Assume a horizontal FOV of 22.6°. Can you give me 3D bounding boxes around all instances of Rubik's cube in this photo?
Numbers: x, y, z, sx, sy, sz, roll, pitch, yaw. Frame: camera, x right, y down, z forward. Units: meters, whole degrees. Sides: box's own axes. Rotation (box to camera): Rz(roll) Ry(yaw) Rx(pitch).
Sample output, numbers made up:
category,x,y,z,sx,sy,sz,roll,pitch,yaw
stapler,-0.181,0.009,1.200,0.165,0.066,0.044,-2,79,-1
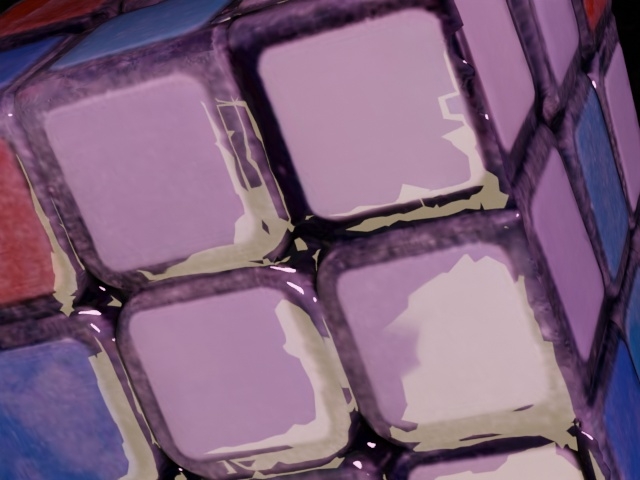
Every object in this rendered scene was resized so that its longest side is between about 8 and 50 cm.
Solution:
category,x,y,z,sx,sy,sz,roll,pitch,yaw
Rubik's cube,0.000,0.000,0.928,0.363,0.359,0.362,-12,113,24
